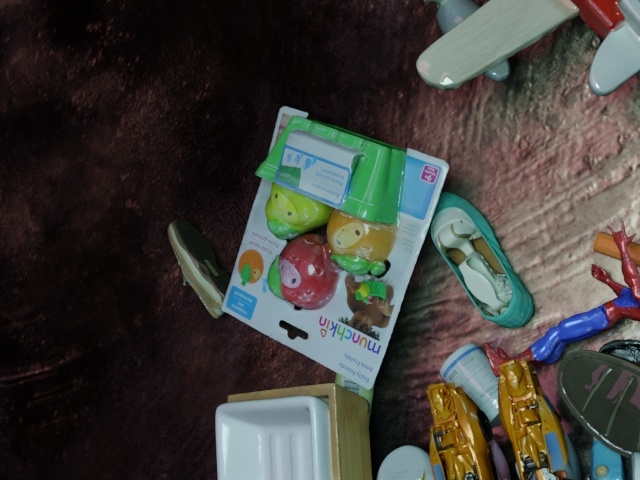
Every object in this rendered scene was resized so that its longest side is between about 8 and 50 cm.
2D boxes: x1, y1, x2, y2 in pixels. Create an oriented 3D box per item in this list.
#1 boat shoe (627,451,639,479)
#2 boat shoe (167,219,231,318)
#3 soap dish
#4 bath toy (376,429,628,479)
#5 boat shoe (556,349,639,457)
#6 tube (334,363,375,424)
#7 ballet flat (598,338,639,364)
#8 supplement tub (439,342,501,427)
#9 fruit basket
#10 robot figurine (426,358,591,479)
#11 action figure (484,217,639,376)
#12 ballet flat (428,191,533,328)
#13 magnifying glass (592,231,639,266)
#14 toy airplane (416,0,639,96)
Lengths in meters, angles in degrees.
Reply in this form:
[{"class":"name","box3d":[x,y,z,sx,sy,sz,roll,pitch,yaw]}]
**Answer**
[{"class":"boat shoe","box3d":[0.444,0.396,1.132,0.103,0.118,0.320,-18,93,15]},{"class":"boat shoe","box3d":[-0.217,0.051,1.638,0.072,0.068,0.190,-49,62,29]},{"class":"soap dish","box3d":[-0.039,0.334,1.409,0.291,0.118,0.229,-18,73,52]},{"class":"bath toy","box3d":[0.242,0.350,1.288,0.348,0.129,0.151,-9,34,28]},{"class":"boat shoe","box3d":[0.445,0.231,1.192,0.307,0.104,0.111,30,107,29]},{"class":"tube","box3d":[0.038,0.306,1.454,0.062,0.070,0.240,9,91,-7]},{"class":"ballet flat","box3d":[0.446,0.157,1.230,0.173,0.049,0.058,-2,82,31]},{"class":"supplement tub","box3d":[0.226,0.204,1.343,0.071,0.071,0.107,-49,63,16]},{"class":"fruit basket","box3d":[0.000,0.000,1.443,0.327,0.165,0.353,25,95,36]},{"class":"robot figurine","box3d":[0.230,0.307,1.184,0.211,0.085,0.291,-23,62,22]},{"class":"action figure","box3d":[0.347,0.074,1.263,0.280,0.091,0.139,-23,71,22]},{"class":"ballet flat","box3d":[0.216,0.019,1.367,0.083,0.087,0.247,-42,64,19]},{"class":"magnifying glass","box3d":[0.471,0.039,1.250,0.231,0.026,0.092,23,95,30]},{"class":"toy airplane","box3d":[0.338,-0.376,1.282,0.386,0.272,0.385,7,98,-4]}]
